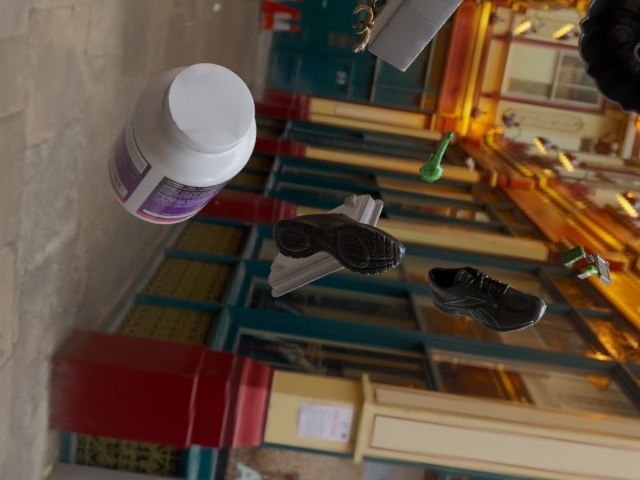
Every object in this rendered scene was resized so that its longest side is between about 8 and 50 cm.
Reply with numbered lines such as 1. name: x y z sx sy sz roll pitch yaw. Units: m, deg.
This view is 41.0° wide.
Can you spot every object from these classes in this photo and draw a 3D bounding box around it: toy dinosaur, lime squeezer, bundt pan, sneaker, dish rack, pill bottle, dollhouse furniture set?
1. toy dinosaur: 0.144 -0.561 2.118 0.211 0.112 0.064 -42 -154 25
2. lime squeezer: 0.299 -0.210 2.298 0.310 0.059 0.110 84 12 -85
3. bundt pan: 0.744 -0.440 1.885 0.124 0.331 0.331 -39 157 -29
4. sneaker: 0.048 -0.011 1.778 0.130 0.286 0.109 -34 133 -55
5. dish rack: 0.000 0.000 2.312 0.333 0.072 0.285 -27 -155 35
6. pill bottle: -0.210 -0.147 1.305 0.323 0.181 0.181 150 -48 -62
7. dollhouse furniture set: 0.721 0.071 2.310 0.058 0.151 0.076 -31 -136 36
8. sneaker: 0.333 0.116 1.770 0.101 0.267 0.106 -52 131 -31

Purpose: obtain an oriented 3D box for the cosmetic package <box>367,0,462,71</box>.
1. cosmetic package: 0.201 -0.472 1.722 0.238 0.107 0.127 -45 -158 40
